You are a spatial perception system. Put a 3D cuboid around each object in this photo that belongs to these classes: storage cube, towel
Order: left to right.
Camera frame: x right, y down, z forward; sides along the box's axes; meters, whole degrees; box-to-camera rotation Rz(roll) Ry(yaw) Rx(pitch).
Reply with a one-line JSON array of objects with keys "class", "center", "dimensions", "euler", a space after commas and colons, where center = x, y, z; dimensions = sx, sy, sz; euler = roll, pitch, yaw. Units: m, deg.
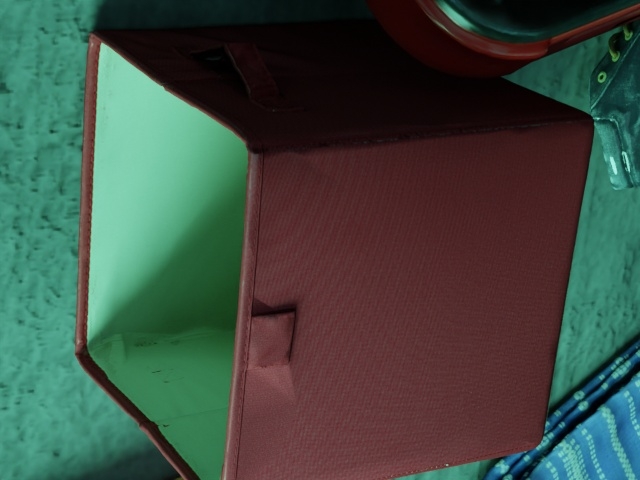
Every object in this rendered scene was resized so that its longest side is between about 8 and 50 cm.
[{"class": "storage cube", "center": [0.000, 0.000, 0.850], "dimensions": [0.193, 0.183, 0.215], "euler": [-6, 115, -30]}, {"class": "towel", "center": [0.265, 0.157, 1.177], "dimensions": [0.336, 0.040, 0.243], "euler": [-40, 127, -10]}]

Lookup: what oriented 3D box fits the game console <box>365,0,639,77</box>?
[{"class": "game console", "center": [0.151, -0.289, 0.829], "dimensions": [0.386, 0.060, 0.342], "euler": [-23, 96, -22]}]

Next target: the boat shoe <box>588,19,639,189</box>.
[{"class": "boat shoe", "center": [0.197, -0.120, 0.992], "dimensions": [0.065, 0.083, 0.183], "euler": [-19, 100, -68]}]

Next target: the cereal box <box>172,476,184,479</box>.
[{"class": "cereal box", "center": [-0.116, 0.269, 0.988], "dimensions": [0.173, 0.047, 0.240], "euler": [-20, 120, -23]}]
